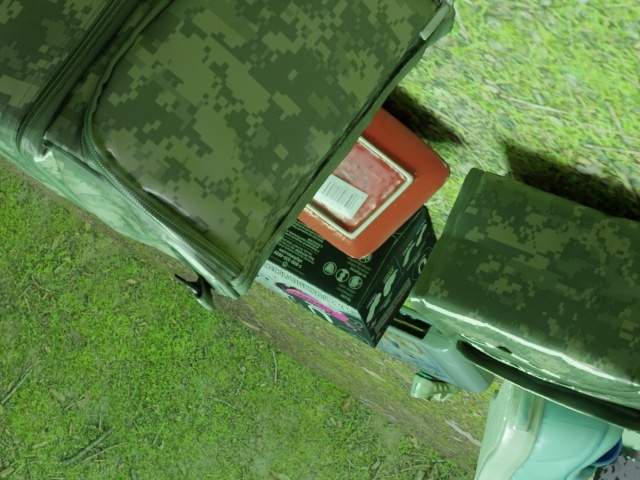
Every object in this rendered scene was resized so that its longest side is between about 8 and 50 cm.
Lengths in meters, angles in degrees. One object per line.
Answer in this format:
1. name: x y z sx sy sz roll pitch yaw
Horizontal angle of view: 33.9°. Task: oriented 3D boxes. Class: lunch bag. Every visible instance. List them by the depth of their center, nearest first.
1. lunch bag: -0.077 -0.135 0.766 0.256 0.305 0.212 35 170 10
2. lunch bag: 0.250 0.074 1.032 0.235 0.169 0.287 22 171 28

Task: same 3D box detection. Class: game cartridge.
1. game cartridge: 0.158 0.172 1.852 0.297 0.062 0.198 22 158 41

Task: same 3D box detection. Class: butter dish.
1. butter dish: 0.033 -0.091 1.082 0.160 0.118 0.160 36 123 -14

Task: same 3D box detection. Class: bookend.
1. bookend: 0.466 0.312 1.525 0.072 0.156 0.157 26 -151 31

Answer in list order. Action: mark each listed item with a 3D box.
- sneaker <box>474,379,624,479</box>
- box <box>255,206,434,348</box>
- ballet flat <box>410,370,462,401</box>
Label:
1. sneaker: 0.269 0.243 1.238 0.150 0.135 0.366 13 166 7
2. box: 0.000 0.000 1.352 0.247 0.163 0.142 28 164 24
3. ballet flat: 0.215 0.277 1.972 0.057 0.052 0.168 21 -177 38
